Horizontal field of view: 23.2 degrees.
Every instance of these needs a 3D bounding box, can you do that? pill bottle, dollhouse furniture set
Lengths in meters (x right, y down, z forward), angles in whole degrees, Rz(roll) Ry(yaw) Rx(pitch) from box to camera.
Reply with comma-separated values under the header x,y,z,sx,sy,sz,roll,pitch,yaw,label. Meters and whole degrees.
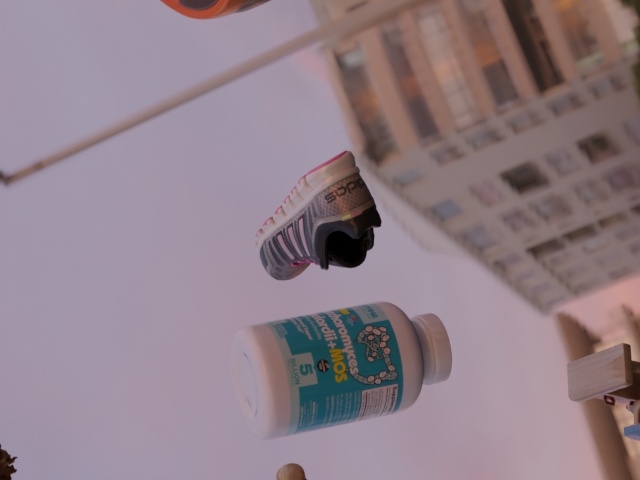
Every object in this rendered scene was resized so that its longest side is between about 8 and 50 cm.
x,y,z,sx,sy,sz,roll,pitch,yaw,label
0.029,0.158,1.966,0.146,0.264,0.146,170,90,-70,pill bottle
0.302,0.187,1.413,0.183,0.129,0.129,15,-116,-30,dollhouse furniture set

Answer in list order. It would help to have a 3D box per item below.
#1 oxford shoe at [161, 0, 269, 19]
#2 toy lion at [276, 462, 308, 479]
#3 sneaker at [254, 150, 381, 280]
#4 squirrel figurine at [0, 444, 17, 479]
x,y,z,sx,sy,sz,roll,pitch,yaw,label
-0.181,-0.351,1.672,0.363,0.130,0.132,43,-148,24,oxford shoe
-0.039,0.234,1.215,0.096,0.100,0.034,53,166,44,toy lion
0.000,0.000,1.259,0.063,0.170,0.075,-23,-107,-33,sneaker
-0.343,0.146,0.777,0.281,0.397,0.370,-67,-17,-4,squirrel figurine
